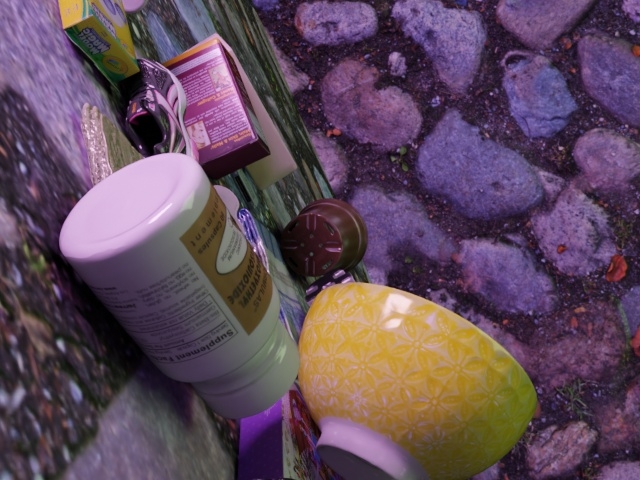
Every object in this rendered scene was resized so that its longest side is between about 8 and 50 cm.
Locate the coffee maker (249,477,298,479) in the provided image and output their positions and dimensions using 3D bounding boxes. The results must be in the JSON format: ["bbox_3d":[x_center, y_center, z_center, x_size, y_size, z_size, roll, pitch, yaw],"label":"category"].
[{"bbox_3d":[-0.045,0.278,0.561,0.171,0.120,0.178,102,-28,-61],"label":"coffee maker"}]

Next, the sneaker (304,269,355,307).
[{"bbox_3d":[0.059,0.162,1.278,0.146,0.122,0.330,62,5,-15],"label":"sneaker"}]

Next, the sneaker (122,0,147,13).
[{"bbox_3d":[-0.296,-0.427,1.067,0.217,0.079,0.121,62,10,-19],"label":"sneaker"}]

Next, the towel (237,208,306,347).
[{"bbox_3d":[-0.059,0.096,1.266,0.209,0.034,0.285,49,18,-68],"label":"towel"}]

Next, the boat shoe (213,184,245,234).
[{"bbox_3d":[-0.137,-0.030,1.094,0.046,0.038,0.125,7,39,-30],"label":"boat shoe"}]

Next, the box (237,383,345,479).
[{"bbox_3d":[-0.019,0.292,0.819,0.201,0.057,0.293,62,8,-22],"label":"box"}]

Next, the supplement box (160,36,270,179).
[{"bbox_3d":[-0.164,-0.205,1.200,0.081,0.104,0.188,41,26,-73],"label":"supplement box"}]

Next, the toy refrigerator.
[{"bbox_3d":[-0.151,-0.227,1.390,0.269,0.094,0.102,61,-4,-38],"label":"toy refrigerator"}]

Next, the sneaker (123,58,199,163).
[{"bbox_3d":[-0.202,-0.154,0.923,0.077,0.072,0.178,26,33,-62],"label":"sneaker"}]

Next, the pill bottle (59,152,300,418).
[{"bbox_3d":[-0.110,0.049,0.673,0.131,0.131,0.229,-104,167,-54],"label":"pill bottle"}]

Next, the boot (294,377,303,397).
[{"bbox_3d":[0.007,0.253,1.095,0.137,0.076,0.198,62,5,16],"label":"boot"}]

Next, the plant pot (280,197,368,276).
[{"bbox_3d":[0.000,0.000,1.547,0.167,0.167,0.165,66,15,1],"label":"plant pot"}]

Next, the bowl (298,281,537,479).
[{"bbox_3d":[0.080,0.196,0.868,0.156,0.289,0.289,-57,136,-29],"label":"bowl"}]

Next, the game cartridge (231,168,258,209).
[{"bbox_3d":[-0.138,-0.100,1.392,0.056,0.017,0.083,-79,144,-71],"label":"game cartridge"}]

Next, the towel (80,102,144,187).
[{"bbox_3d":[-0.201,-0.058,0.775,0.110,0.027,0.148,54,13,-61],"label":"towel"}]

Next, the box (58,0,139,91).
[{"bbox_3d":[-0.269,-0.269,0.911,0.105,0.043,0.179,53,16,-58],"label":"box"}]
